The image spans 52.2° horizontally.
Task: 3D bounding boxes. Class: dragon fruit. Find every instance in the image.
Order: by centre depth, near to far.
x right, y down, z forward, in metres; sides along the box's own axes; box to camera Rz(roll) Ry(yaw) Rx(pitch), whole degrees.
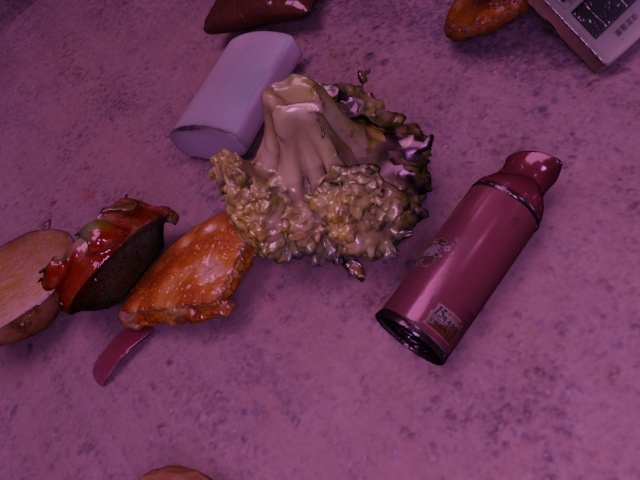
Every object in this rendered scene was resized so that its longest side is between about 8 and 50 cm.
[{"bbox_3d":[-0.379,0.028,1.175,0.268,0.130,0.295,-53,9,-6],"label":"dragon fruit"}]

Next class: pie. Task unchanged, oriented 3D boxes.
[{"bbox_3d":[0.330,-0.464,1.172,0.273,0.069,0.273,-45,27,30],"label":"pie"}]

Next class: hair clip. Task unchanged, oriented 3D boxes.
[{"bbox_3d":[-0.352,0.194,1.153,0.137,0.022,0.054,-47,43,-9],"label":"hair clip"}]

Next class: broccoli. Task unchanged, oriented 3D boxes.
[{"bbox_3d":[-0.004,-0.129,0.988,0.348,0.281,0.293,4,58,14],"label":"broccoli"}]

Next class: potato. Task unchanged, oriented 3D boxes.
[{"bbox_3d":[-0.585,0.109,1.298,0.239,0.116,0.299,-7,42,19],"label":"potato"}]

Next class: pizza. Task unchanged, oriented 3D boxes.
[{"bbox_3d":[-0.199,0.066,1.114,0.335,0.086,0.226,-38,42,0],"label":"pizza"}]

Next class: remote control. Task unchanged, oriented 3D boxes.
[{"bbox_3d":[0.378,-0.436,1.035,0.145,0.344,0.050,-45,1,-3],"label":"remote control"}]

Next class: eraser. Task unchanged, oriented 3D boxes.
[{"bbox_3d":[-0.178,-0.311,1.387,0.189,0.104,0.290,5,59,39],"label":"eraser"}]

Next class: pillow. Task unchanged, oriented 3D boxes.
[{"bbox_3d":[-0.107,-0.627,1.585,0.306,0.108,0.307,2,56,30],"label":"pillow"}]

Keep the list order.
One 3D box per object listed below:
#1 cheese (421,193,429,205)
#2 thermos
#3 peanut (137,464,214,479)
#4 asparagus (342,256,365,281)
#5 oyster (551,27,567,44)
[{"bbox_3d":[0.127,-0.059,1.068,0.111,0.017,0.047,-16,45,30],"label":"cheese"},{"bbox_3d":[0.216,0.011,0.911,0.109,0.136,0.330,35,76,15],"label":"thermos"},{"bbox_3d":[-0.131,0.391,0.787,0.153,0.140,0.325,-39,45,-20],"label":"peanut"},{"bbox_3d":[0.000,0.001,1.090,0.034,0.027,0.236,-38,45,-16],"label":"asparagus"},{"bbox_3d":[0.439,-0.412,1.131,0.125,0.064,0.177,30,64,28],"label":"oyster"}]
